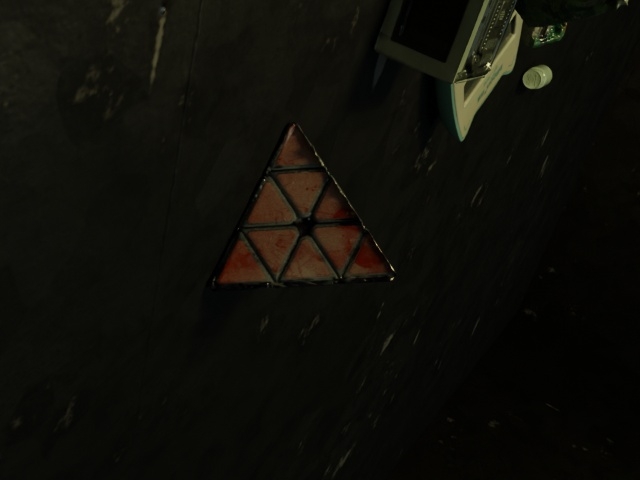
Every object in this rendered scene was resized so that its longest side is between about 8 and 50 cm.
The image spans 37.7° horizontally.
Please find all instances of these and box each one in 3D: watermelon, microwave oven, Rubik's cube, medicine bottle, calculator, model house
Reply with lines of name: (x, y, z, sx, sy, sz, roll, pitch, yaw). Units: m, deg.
watermelon: (0.340, -0.399, 1.250, 0.305, 0.180, 0.224, -68, 171, -47)
microwave oven: (0.177, -0.314, 1.165, 0.162, 0.123, 0.208, -25, 139, -60)
Rubik's cube: (0.000, 0.000, 1.130, 0.211, 0.191, 0.178, -59, 179, 4)
medicine bottle: (0.459, -0.346, 1.985, 0.083, 0.047, 0.047, -28, 142, -58)
calculator: (0.248, -0.343, 1.425, 0.256, 0.054, 0.386, -53, 158, -25)
model house: (0.384, -0.401, 1.598, 0.101, 0.087, 0.100, -22, 148, -25)
